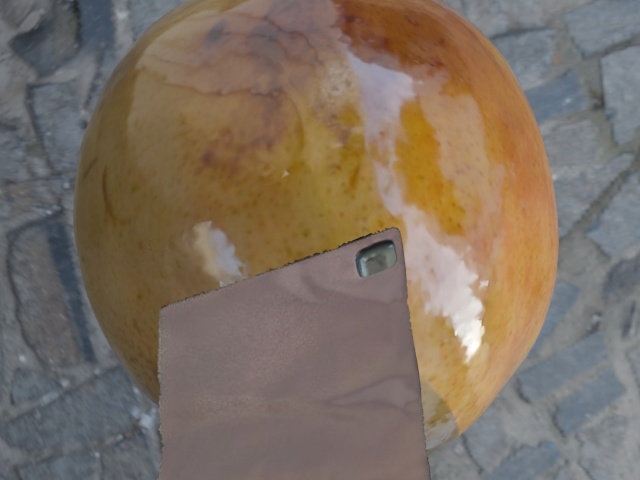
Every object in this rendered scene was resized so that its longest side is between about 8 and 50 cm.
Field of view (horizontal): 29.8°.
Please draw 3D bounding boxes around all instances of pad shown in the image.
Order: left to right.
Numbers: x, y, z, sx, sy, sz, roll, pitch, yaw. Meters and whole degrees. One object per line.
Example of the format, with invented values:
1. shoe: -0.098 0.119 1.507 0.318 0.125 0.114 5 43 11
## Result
1. pad: -0.012 0.090 0.432 0.006 0.113 0.188 45 33 -50

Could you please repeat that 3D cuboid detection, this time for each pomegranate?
1. pomegranate: 0.000 0.000 0.721 0.319 0.319 0.319 -1 94 -19
